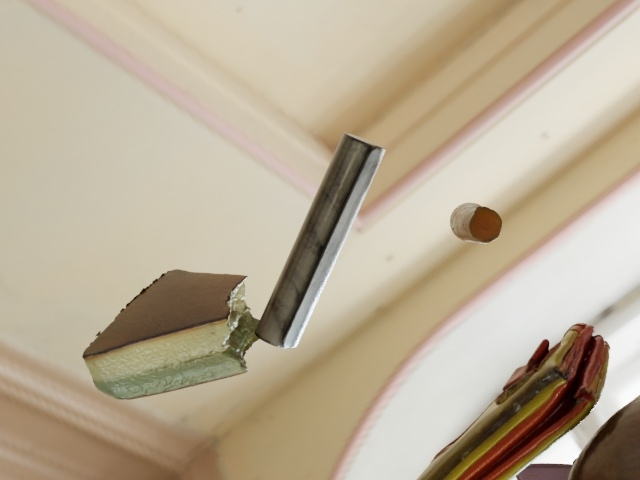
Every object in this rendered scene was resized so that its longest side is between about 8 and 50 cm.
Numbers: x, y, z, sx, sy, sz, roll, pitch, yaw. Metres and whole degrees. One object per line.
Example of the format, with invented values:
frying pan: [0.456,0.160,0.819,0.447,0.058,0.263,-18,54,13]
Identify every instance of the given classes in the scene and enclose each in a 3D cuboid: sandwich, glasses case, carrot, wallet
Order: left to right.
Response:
sandwich: [-0.194,0.141,1.970,0.220,0.186,0.108,-45,-51,-42]
glasses case: [0.000,0.000,1.901,0.060,0.299,0.114,25,-174,8]
carrot: [0.250,-0.029,2.284,0.067,0.067,0.225,49,180,-3]
wallet: [0.170,0.176,1.321,0.067,0.241,0.141,43,-151,2]

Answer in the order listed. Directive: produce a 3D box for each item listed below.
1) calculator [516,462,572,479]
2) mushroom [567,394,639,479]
calculator: [0.362,0.375,1.676,0.294,0.194,0.043,13,172,9]
mushroom: [0.308,0.249,1.206,0.283,0.195,0.263,44,-133,-64]
